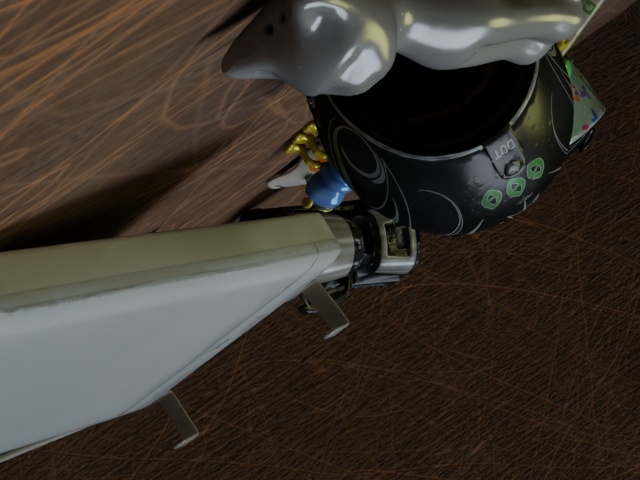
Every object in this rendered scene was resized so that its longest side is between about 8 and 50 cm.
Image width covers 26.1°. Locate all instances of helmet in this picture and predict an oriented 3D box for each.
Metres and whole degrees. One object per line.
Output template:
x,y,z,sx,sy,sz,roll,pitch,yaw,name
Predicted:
0.073,-0.085,0.845,0.169,0.169,0.161,-36,162,-1,helmet

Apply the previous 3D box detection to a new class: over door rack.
-0.168,0.100,1.227,0.239,0.108,0.324,-38,157,28,over door rack

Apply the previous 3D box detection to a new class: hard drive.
-0.160,0.070,0.867,0.233,0.047,0.353,-38,166,27,hard drive

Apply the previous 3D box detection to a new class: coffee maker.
0.000,0.000,1.595,0.178,0.120,0.171,-6,-157,-33,coffee maker

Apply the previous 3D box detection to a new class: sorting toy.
-0.017,-0.070,1.435,0.075,0.045,0.083,-17,-179,7,sorting toy

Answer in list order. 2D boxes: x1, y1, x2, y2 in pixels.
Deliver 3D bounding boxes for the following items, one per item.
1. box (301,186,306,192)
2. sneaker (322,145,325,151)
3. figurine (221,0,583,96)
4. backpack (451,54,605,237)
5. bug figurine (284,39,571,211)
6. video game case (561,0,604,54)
0.040,-0.101,1.631,0.145,0.038,0.186,-36,177,1,box
0.083,-0.110,1.428,0.085,0.086,0.237,-40,178,37,sneaker
0.075,-0.139,0.619,0.209,0.092,0.215,-23,170,-48,figurine
0.247,-0.151,1.844,0.253,0.191,0.225,-29,-176,20,backpack
0.115,-0.098,1.250,0.279,0.072,0.216,-9,153,-39,bug figurine
0.298,-0.270,1.531,0.193,0.023,0.212,-53,180,0,video game case
